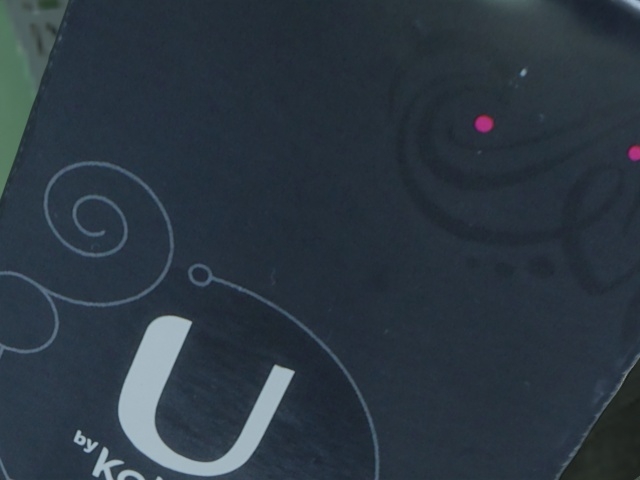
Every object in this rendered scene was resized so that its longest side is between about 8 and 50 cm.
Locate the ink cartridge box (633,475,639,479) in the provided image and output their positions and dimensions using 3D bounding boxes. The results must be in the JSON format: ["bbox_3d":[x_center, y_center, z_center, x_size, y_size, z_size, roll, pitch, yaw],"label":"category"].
[{"bbox_3d":[0.163,0.152,0.702,0.231,0.134,0.078,-30,94,-19],"label":"ink cartridge box"}]

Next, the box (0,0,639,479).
[{"bbox_3d":[0.000,0.000,0.470,0.143,0.165,0.270,-69,-176,-58],"label":"box"}]
